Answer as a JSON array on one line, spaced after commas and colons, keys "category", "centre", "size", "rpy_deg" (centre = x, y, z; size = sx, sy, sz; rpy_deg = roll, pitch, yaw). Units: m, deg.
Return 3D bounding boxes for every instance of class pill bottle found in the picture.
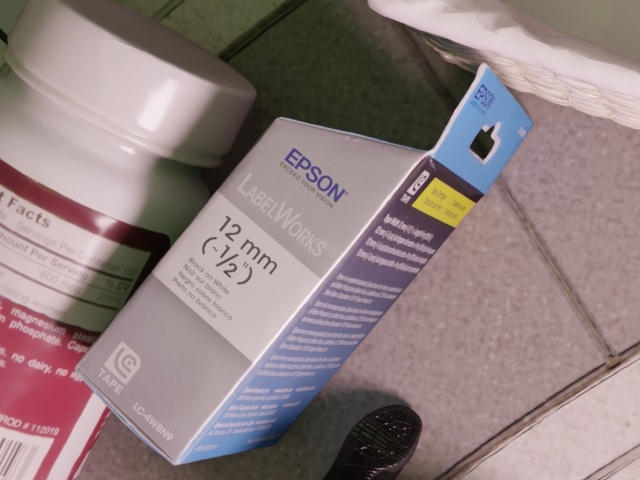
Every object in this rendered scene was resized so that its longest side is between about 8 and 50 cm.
[{"category": "pill bottle", "centre": [-0.223, 0.011, 1.255], "size": [0.224, 0.224, 0.392], "rpy_deg": [32, 101, 15]}]

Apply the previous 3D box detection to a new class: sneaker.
[{"category": "sneaker", "centre": [0.019, 0.211, 1.282], "size": [0.051, 0.089, 0.170], "rpy_deg": [32, 57, 15]}]

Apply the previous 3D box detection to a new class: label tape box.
[{"category": "label tape box", "centre": [0.000, 0.000, 1.207], "size": [0.115, 0.249, 0.347], "rpy_deg": [39, 96, 14]}]

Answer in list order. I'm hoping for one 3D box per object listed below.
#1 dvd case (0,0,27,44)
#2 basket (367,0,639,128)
[{"category": "dvd case", "centre": [-0.274, -0.292, 1.421], "size": [0.253, 0.022, 0.180], "rpy_deg": [43, 96, 14]}, {"category": "basket", "centre": [0.255, -0.249, 1.155], "size": [0.331, 0.266, 0.328], "rpy_deg": [19, 90, 16]}]
